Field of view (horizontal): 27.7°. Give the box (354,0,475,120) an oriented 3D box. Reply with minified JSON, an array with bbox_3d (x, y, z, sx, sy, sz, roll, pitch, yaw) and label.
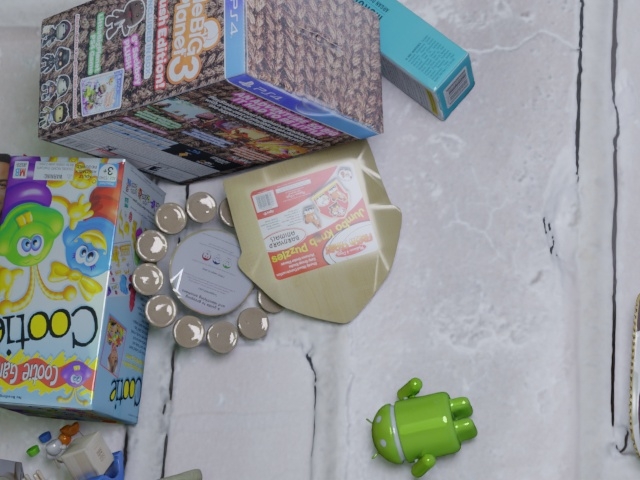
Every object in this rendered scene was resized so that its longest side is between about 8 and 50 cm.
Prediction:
[{"bbox_3d":[0.063,-0.243,1.484,0.244,0.100,0.060,40,86,18],"label":"box"}]

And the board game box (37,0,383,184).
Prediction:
[{"bbox_3d":[-0.117,-0.176,1.388,0.291,0.232,0.141,-12,73,34],"label":"board game box"}]

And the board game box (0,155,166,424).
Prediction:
[{"bbox_3d":[-0.277,0.058,1.460,0.142,0.144,0.275,2,76,13],"label":"board game box"}]

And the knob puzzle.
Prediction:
[{"bbox_3d":[0.000,0.000,1.466,0.213,0.030,0.213,0,88,0],"label":"knob puzzle"}]

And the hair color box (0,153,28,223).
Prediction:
[{"bbox_3d":[-0.388,-0.032,1.559,0.072,0.043,0.141,1,76,13],"label":"hair color box"}]

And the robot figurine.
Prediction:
[{"bbox_3d":[0.107,0.200,1.382,0.115,0.067,0.101,-13,64,9],"label":"robot figurine"}]

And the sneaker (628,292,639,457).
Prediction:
[{"bbox_3d":[0.364,0.143,1.340,0.084,0.069,0.185,0,77,18],"label":"sneaker"}]

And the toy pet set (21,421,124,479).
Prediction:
[{"bbox_3d":[-0.274,0.255,1.434,0.114,0.122,0.065,-20,106,22],"label":"toy pet set"}]

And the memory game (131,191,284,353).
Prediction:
[{"bbox_3d":[-0.121,0.035,1.459,0.186,0.012,0.186,3,79,-17],"label":"memory game"}]

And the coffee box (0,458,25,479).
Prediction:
[{"bbox_3d":[-0.366,0.367,1.405,0.098,0.141,0.246,-19,73,7],"label":"coffee box"}]

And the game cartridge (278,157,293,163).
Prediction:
[{"bbox_3d":[-0.039,-0.049,1.503,0.056,0.017,0.083,-26,72,1],"label":"game cartridge"}]

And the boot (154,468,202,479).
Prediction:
[{"bbox_3d":[-0.202,0.354,1.407,0.213,0.077,0.165,-23,73,1],"label":"boot"}]
